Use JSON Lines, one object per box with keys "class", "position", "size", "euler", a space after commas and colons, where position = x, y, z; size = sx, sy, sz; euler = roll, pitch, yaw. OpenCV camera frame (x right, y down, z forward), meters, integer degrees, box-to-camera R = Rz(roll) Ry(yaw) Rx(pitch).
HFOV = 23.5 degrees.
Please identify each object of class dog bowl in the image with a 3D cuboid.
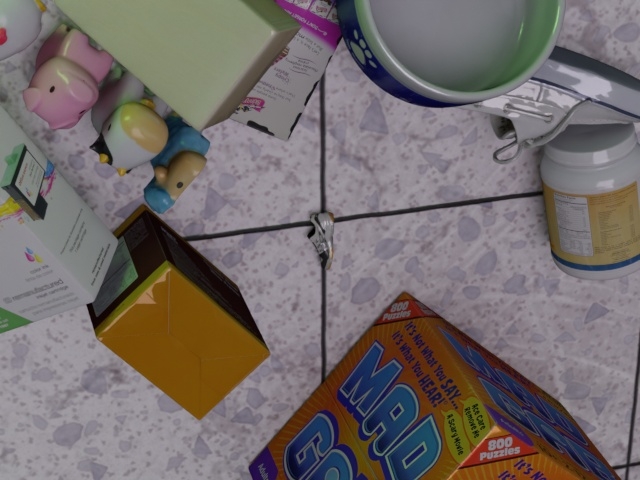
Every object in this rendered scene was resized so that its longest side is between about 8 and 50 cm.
{"class": "dog bowl", "position": [0.156, -0.293, 1.856], "size": [0.264, 0.104, 0.265], "euler": [1, 88, -18]}

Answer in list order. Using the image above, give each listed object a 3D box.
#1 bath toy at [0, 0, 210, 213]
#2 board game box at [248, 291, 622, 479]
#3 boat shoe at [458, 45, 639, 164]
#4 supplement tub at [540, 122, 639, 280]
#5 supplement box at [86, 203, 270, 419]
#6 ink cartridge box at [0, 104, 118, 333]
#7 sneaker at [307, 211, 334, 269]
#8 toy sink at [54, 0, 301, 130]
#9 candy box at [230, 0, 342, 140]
{"class": "bath toy", "position": [-0.294, -0.176, 1.837], "size": [0.348, 0.151, 0.129], "euler": [38, 85, -27]}
{"class": "board game box", "position": [0.178, 0.366, 2.140], "size": [0.356, 0.356, 0.356], "euler": [35, 102, -29]}
{"class": "boat shoe", "position": [0.264, -0.177, 2.024], "size": [0.367, 0.136, 0.156], "euler": [11, 112, -19]}
{"class": "supplement tub", "position": [0.379, -0.061, 2.111], "size": [0.144, 0.144, 0.200], "euler": [-17, 119, -9]}
{"class": "supplement box", "position": [-0.192, 0.090, 1.979], "size": [0.129, 0.194, 0.191], "euler": [-43, 120, 6]}
{"class": "ink cartridge box", "position": [-0.412, -0.030, 1.849], "size": [0.201, 0.117, 0.278], "euler": [-19, 126, 29]}
{"class": "sneaker", "position": [0.000, 0.000, 2.094], "size": [0.037, 0.032, 0.083], "euler": [-1, 112, -2]}
{"class": "toy sink", "position": [-0.165, -0.266, 1.799], "size": [0.234, 0.131, 0.153], "euler": [40, 108, 3]}
{"class": "candy box", "position": [-0.064, -0.260, 1.915], "size": [0.159, 0.071, 0.233], "euler": [21, 107, -26]}
